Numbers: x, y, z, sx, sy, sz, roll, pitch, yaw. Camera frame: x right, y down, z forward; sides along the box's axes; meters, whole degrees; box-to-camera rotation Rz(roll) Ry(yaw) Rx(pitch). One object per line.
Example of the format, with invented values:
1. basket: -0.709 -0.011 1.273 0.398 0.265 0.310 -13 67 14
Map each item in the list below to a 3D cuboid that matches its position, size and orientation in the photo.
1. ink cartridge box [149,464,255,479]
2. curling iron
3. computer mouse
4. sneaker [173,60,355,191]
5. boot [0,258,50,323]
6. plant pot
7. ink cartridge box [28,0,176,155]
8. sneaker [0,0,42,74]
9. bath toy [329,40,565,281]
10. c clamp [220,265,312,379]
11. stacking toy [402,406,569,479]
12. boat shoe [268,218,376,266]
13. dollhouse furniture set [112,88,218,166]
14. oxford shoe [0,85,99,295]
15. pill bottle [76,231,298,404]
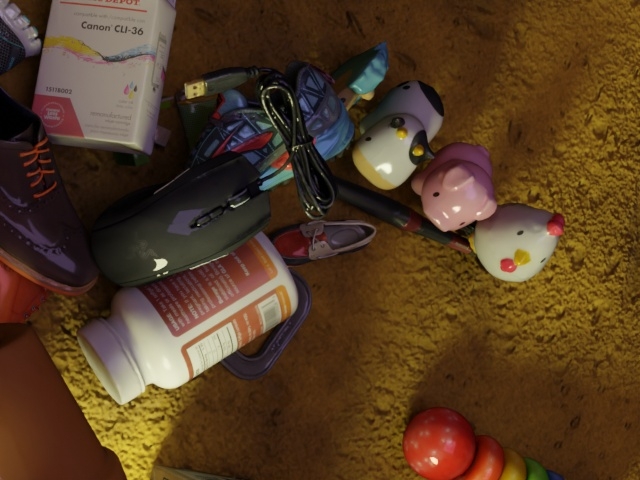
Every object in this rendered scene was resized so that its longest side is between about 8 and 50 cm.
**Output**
1. ink cartridge box: -0.057 0.311 1.403 0.193 0.235 0.088 14 85 -31
2. curling iron: 0.100 -0.041 1.600 0.274 0.035 0.068 15 71 -28
3. computer mouse: -0.116 -0.067 1.324 0.262 0.060 0.184 -21 105 -12
4. sneaker: -0.097 -0.105 1.410 0.262 0.104 0.125 -32 115 -16
5. boot: -0.315 0.074 1.346 0.085 0.059 0.158 7 87 -36
6. plant pot: -0.332 0.201 1.204 0.291 0.291 0.203 -20 102 -28
7. ink cartridge box: -0.217 -0.194 1.351 0.115 0.067 0.198 7 83 11
8. sneaker: -0.351 -0.231 1.310 0.076 0.065 0.166 -46 111 -17
9. bath toy: 0.151 -0.078 1.542 0.348 0.129 0.151 42 62 -17
10. c clamp: -0.083 0.084 1.502 0.160 0.022 0.137 -49 114 -19
11. stacking toy: 0.231 0.318 1.645 0.330 0.141 0.141 35 74 -20
12. boat shoe: 0.000 0.000 1.530 0.137 0.043 0.049 -6 80 -32
13. dollhouse furniture set: -0.149 -0.123 1.433 0.152 0.058 0.076 -20 103 -28
14. oxford shoe: -0.298 -0.061 1.300 0.271 0.098 0.097 52 43 -15
15. pill bottle: -0.141 0.078 1.401 0.216 0.121 0.121 -31 107 -20
